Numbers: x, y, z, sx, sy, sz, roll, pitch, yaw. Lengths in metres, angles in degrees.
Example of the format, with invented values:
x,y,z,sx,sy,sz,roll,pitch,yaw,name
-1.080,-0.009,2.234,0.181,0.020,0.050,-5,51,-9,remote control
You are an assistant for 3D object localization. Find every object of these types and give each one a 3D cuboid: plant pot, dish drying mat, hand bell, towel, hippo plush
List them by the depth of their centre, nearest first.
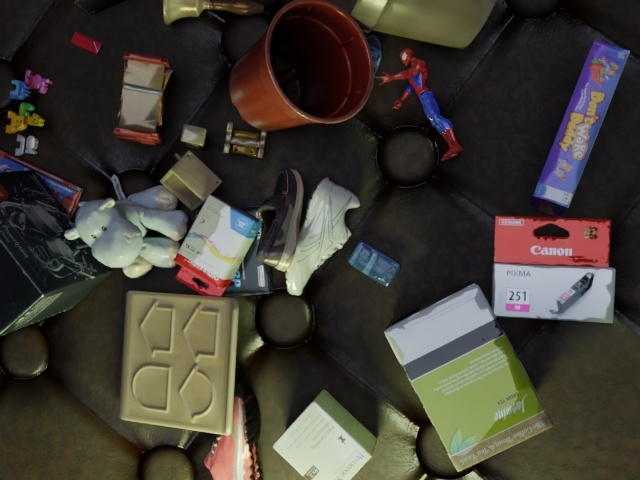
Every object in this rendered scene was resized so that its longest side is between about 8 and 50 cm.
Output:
x,y,z,sx,sy,sz,roll,pitch,yaw,name
0.247,-0.581,1.729,0.280,0.323,0.323,26,92,-7,plant pot
-0.064,-0.372,1.734,0.272,0.265,0.272,4,83,-31,plant pot
-0.468,-0.052,1.837,0.234,0.236,0.294,-38,83,6,hippo plush
0.130,0.058,1.845,0.119,0.029,0.067,32,94,8,towel
-0.263,-0.591,1.906,0.242,0.126,0.126,5,89,-4,hand bell
-0.612,-0.516,1.989,0.083,0.008,0.032,25,93,9,dish drying mat

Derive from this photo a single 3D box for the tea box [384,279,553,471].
x,y,z,sx,sy,sz,roll,pitch,yaw,name
0.313,0.276,1.658,0.220,0.329,0.324,-27,86,7,tea box

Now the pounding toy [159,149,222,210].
x,y,z,sx,sy,sz,roll,pitch,yaw,name
-0.322,-0.158,1.875,0.130,0.141,0.100,44,64,-11,pounding toy

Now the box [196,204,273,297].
x,y,z,sx,sy,sz,roll,pitch,yaw,name
-0.213,0.029,1.888,0.175,0.051,0.220,-4,87,9,box

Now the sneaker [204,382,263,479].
x,y,z,sx,sy,sz,roll,pitch,yaw,name
-0.221,0.506,1.845,0.136,0.116,0.314,-3,87,12,sneaker

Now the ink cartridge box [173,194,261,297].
x,y,z,sx,sy,sz,roll,pitch,yaw,name
-0.256,0.023,1.829,0.134,0.078,0.231,29,94,9,ink cartridge box

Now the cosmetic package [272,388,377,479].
x,y,z,sx,sy,sz,roll,pitch,yaw,name
0.014,0.476,1.788,0.183,0.151,0.151,42,96,8,cosmetic package

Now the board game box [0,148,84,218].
x,y,z,sx,sy,sz,roll,pitch,yaw,name
-0.769,-0.127,1.994,0.281,0.027,0.145,24,93,9,board game box

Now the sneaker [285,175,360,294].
x,y,z,sx,sy,sz,roll,pitch,yaw,name
0.000,0.000,1.832,0.129,0.111,0.297,22,94,0,sneaker

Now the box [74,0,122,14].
x,y,z,sx,sy,sz,roll,pitch,yaw,name
-0.517,-0.719,1.936,0.261,0.103,0.184,-20,88,8,box

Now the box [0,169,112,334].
x,y,z,sx,sy,sz,roll,pitch,yaw,name
-0.730,0.019,1.818,0.179,0.312,0.343,-39,88,14,box

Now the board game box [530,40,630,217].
x,y,z,sx,sy,sz,roll,pitch,yaw,name
0.564,-0.233,1.680,0.078,0.233,0.347,21,92,14,board game box

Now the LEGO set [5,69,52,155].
x,y,z,sx,sy,sz,roll,pitch,yaw,name
-0.746,-0.330,1.966,0.093,0.087,0.227,8,91,9,LEGO set

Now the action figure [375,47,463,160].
x,y,z,sx,sy,sz,roll,pitch,yaw,name
0.223,-0.317,1.808,0.139,0.091,0.280,-20,85,-1,action figure

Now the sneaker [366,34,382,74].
x,y,z,sx,sy,sz,roll,pitch,yaw,name
0.116,-0.430,1.846,0.053,0.059,0.144,10,89,11,sneaker

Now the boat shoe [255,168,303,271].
x,y,z,sx,sy,sz,roll,pitch,yaw,name
-0.102,-0.062,1.789,0.092,0.103,0.285,18,54,-21,boat shoe

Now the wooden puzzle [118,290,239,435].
x,y,z,sx,sy,sz,roll,pitch,yaw,name
-0.340,0.292,1.867,0.347,0.080,0.322,2,87,27,wooden puzzle

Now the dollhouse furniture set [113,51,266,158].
x,y,z,sx,sy,sz,roll,pitch,yaw,name
-0.313,-0.324,1.888,0.374,0.152,0.201,9,89,-8,dollhouse furniture set

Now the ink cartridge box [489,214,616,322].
x,y,z,sx,sy,sz,roll,pitch,yaw,name
0.538,0.064,1.766,0.275,0.060,0.239,2,90,9,ink cartridge box
